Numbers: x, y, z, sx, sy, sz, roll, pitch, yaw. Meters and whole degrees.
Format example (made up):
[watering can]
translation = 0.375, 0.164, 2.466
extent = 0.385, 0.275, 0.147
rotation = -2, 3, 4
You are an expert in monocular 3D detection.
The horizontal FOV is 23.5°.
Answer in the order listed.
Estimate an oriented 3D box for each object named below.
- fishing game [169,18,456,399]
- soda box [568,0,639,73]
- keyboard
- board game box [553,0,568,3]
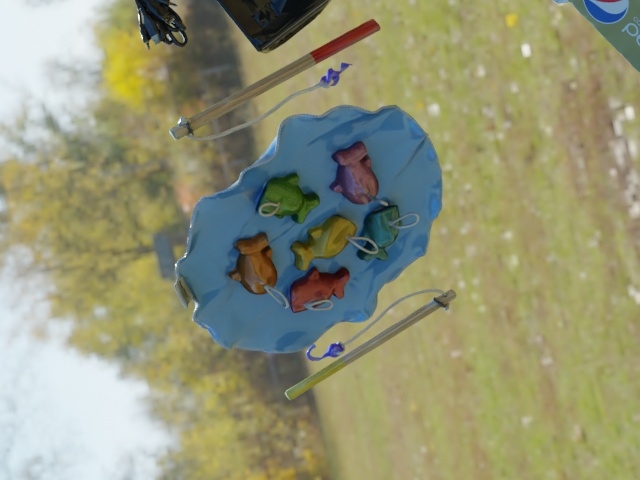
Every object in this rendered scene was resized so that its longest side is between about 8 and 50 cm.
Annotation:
[fishing game]
translation = 0.000, 0.000, 0.938
extent = 0.041, 0.189, 0.264
rotation = 50, 162, 42
[soda box]
translation = 0.268, -0.191, 1.271
extent = 0.181, 0.061, 0.058
rotation = 47, 136, 5
[keyboard]
translation = -0.137, -0.310, 1.481
extent = 0.317, 0.201, 0.033
rotation = 52, 177, 6
[board game box]
translation = 0.176, -0.493, 1.514
extent = 0.390, 0.050, 0.390
rotation = 45, 145, 22
